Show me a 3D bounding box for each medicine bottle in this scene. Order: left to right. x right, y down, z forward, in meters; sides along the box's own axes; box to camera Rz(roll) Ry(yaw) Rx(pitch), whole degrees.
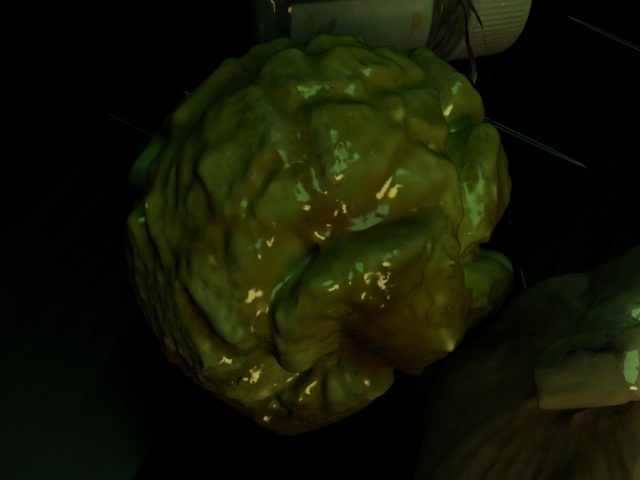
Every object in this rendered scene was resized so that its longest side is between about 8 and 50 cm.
[{"bbox_3d":[0.040,-0.229,1.104,0.273,0.165,0.165,-9,54,-23],"label":"medicine bottle"}]

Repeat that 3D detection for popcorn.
[{"bbox_3d":[-0.007,-0.003,0.842,0.282,0.282,0.247,-20,78,-28],"label":"popcorn"}]

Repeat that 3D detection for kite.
[{"bbox_3d":[0.130,-0.078,0.922,0.015,0.310,0.169,-15,46,4],"label":"kite"}]

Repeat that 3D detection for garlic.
[{"bbox_3d":[0.200,0.143,0.782,0.241,0.322,0.322,39,48,-14],"label":"garlic"}]
